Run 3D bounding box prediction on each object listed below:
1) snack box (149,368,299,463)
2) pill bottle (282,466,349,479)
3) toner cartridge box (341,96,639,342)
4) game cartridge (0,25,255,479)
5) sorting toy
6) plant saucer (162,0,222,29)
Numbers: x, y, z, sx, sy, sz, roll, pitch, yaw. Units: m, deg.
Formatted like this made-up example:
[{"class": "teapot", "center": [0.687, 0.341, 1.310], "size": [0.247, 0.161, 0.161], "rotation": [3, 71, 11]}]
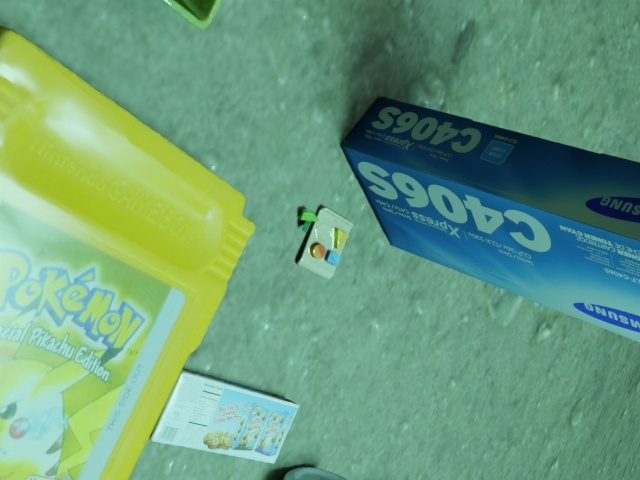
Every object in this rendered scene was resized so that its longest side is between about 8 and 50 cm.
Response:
[{"class": "snack box", "center": [-0.088, 0.164, 0.848], "size": [0.178, 0.022, 0.064], "rotation": [29, 83, -51]}, {"class": "pill bottle", "center": [-0.017, 0.326, 0.953], "size": [0.087, 0.087, 0.160], "rotation": [9, 100, -51]}, {"class": "toner cartridge box", "center": [0.192, -0.017, 0.838], "size": [0.075, 0.348, 0.165], "rotation": [-52, 138, -19]}, {"class": "game cartridge", "center": [-0.198, 0.060, 0.647], "size": [0.285, 0.052, 0.324], "rotation": [35, 80, -51]}, {"class": "sorting toy", "center": [0.000, 0.000, 0.886], "size": [0.083, 0.012, 0.062], "rotation": [29, 84, -52]}, {"class": "plant saucer", "center": [-0.110, -0.269, 0.609], "size": [0.188, 0.045, 0.188], "rotation": [30, 83, -51]}]
